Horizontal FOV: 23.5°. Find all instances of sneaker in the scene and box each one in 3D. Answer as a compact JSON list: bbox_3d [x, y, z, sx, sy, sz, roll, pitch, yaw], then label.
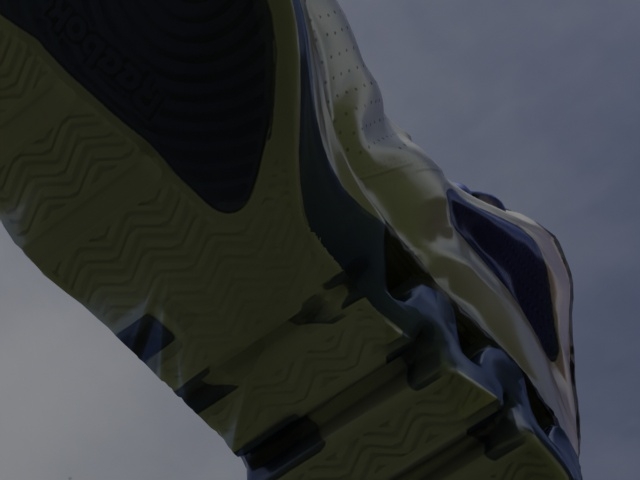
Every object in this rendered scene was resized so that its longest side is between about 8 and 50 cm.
[{"bbox_3d":[0.001,0.001,0.567,0.127,0.182,0.316,-30,-88,17],"label":"sneaker"}]
